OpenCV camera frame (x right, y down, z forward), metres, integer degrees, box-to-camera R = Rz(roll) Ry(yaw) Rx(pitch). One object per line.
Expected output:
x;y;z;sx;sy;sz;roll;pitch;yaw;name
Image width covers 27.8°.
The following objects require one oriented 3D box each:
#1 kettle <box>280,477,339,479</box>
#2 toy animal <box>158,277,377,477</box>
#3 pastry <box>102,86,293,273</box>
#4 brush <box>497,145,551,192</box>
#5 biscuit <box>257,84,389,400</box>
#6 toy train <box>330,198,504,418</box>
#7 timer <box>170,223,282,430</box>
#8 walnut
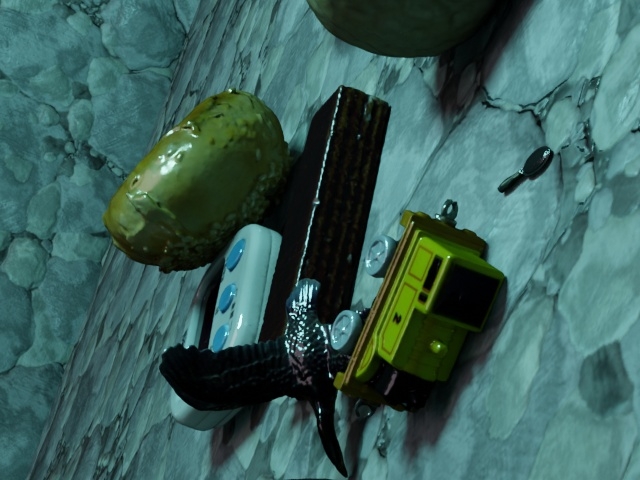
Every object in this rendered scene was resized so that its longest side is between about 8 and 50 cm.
0.011;0.343;0.969;0.207;0.251;0.271;85;179;-45;kettle
0.007;0.133;1.319;0.273;0.197;0.160;-19;13;11;toy animal
-0.162;-0.073;1.871;0.284;0.184;0.315;-46;2;41;pastry
0.181;-0.062;1.155;0.083;0.008;0.024;138;145;-57;brush
0.000;0.000;1.547;0.107;0.073;0.388;138;147;-60;biscuit
0.087;0.070;1.166;0.219;0.089;0.127;-67;27;6;toy train
-0.117;0.119;1.752;0.237;0.087;0.262;-49;26;48;timer
0.089;-0.319;1.377;0.248;0.248;0.248;-57;20;35;walnut
